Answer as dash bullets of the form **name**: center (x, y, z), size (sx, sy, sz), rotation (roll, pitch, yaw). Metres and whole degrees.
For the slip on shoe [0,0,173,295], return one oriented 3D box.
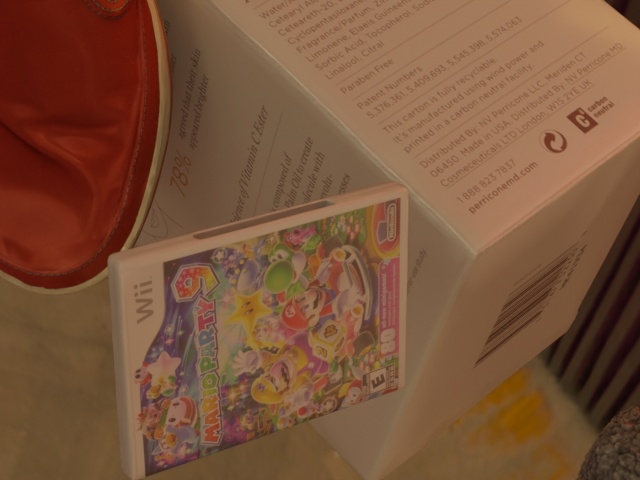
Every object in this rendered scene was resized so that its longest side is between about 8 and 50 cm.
- **slip on shoe**: center (-0.130, -0.122, 0.659), size (0.123, 0.331, 0.101), rotation (7, 27, 10)

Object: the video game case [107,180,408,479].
- **video game case**: center (-0.019, 0.032, 0.582), size (0.122, 0.087, 0.011), rotation (-15, 29, -30)

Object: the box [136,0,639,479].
- **box**: center (-0.014, -0.084, 0.825), size (0.168, 0.215, 0.345), rotation (-34, 68, -31)

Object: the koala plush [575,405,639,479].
- **koala plush**: center (0.260, 0.192, 1.092), size (0.203, 0.221, 0.196), rotation (45, 55, 6)
